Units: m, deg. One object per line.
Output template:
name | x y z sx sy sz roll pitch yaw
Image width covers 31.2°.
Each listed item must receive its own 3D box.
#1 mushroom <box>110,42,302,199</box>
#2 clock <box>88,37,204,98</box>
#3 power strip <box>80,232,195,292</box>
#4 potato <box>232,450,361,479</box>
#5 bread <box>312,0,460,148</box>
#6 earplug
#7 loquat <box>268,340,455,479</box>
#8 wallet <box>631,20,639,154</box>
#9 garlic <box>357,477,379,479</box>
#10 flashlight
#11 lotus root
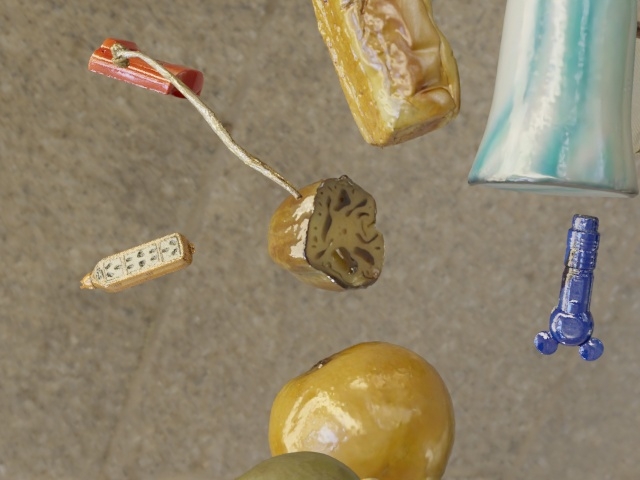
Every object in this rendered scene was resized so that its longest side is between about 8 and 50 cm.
mushroom | -0.125 -0.134 1.242 0.026 0.286 0.028 -37 157 -45
clock | -0.271 -0.271 1.817 0.113 0.155 0.061 -13 123 -69
power strip | -0.265 0.036 1.636 0.178 0.049 0.028 -20 157 10
potato | -0.033 0.275 0.880 0.160 0.235 0.178 16 142 -14
bread | 0.084 -0.277 1.541 0.132 0.167 0.294 -23 87 -22
earplug | 0.267 -0.214 1.251 0.185 0.185 0.324 5 91 -34
loquat | 0.060 0.262 1.597 0.263 0.263 0.263 -16 127 -23
wallet | 0.441 -0.245 1.763 0.335 0.068 0.275 9 132 -11
garlic | 0.037 0.263 0.694 0.164 0.145 0.245 -26 118 -2
flashlight | 0.214 0.038 0.958 0.035 0.057 0.121 -14 111 -76
lotus root | 0.000 -0.001 2.072 0.199 0.180 0.188 31 63 -31
